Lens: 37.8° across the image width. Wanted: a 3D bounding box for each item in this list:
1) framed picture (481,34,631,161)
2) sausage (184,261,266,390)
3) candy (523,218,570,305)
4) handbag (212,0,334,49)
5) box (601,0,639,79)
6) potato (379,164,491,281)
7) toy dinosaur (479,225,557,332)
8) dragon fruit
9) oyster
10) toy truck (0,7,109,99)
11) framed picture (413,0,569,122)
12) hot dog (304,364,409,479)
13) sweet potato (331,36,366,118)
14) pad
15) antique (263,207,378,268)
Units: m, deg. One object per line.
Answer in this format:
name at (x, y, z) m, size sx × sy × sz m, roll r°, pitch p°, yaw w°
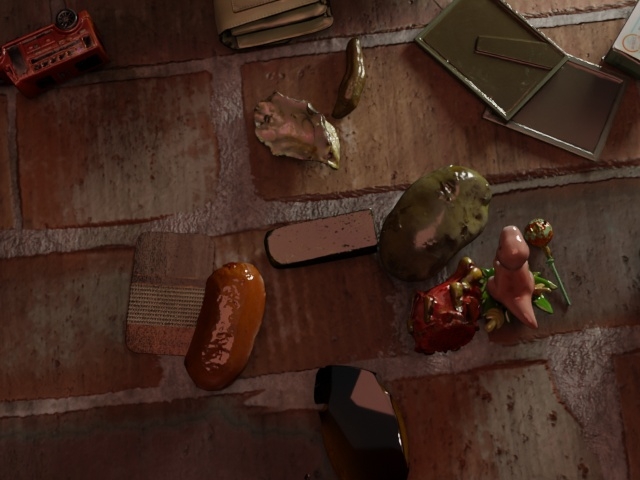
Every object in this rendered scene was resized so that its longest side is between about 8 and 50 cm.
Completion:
framed picture at (0.483, -0.292, 1.917) m, size 0.252 × 0.014 × 0.197 m, roll 23°, pitch 82°, yaw 6°
sausage at (-0.181, 0.166, 1.809) m, size 0.133 × 0.133 × 0.258 m, roll 16°, pitch 80°, yaw 5°
candy at (0.457, 0.044, 1.854) m, size 0.056 × 0.049 × 0.184 m, roll -24°, pitch 86°, yaw 28°
handbag at (-0.125, -0.593, 1.921) m, size 0.237 × 0.160 × 0.358 m, roll -12°, pitch 79°, yaw 6°
box at (0.699, -0.453, 1.904) m, size 0.135 × 0.079 × 0.269 m, roll 30°, pitch 83°, yaw 7°
potato at (0.217, -0.036, 1.816) m, size 0.262 × 0.165 × 0.165 m, roll -41°, pitch 81°, yaw -9°
toy dinosaur at (0.383, 0.077, 1.776) m, size 0.152 × 0.177 × 0.194 m, roll -1°, pitch 82°, yaw 3°
dragon fruit at (0.247, 0.129, 1.787) m, size 0.150 × 0.133 × 0.207 m, roll 22°, pitch 83°, yaw 30°
oyster at (-0.043, -0.225, 1.903) m, size 0.209 × 0.072 × 0.132 m, roll 14°, pitch 87°, yaw 24°
toy truck at (-0.571, -0.374, 1.921) m, size 0.253 × 0.107 × 0.114 m, roll -25°, pitch 80°, yaw -3°
framed picture at (0.352, -0.394, 1.926) m, size 0.192 × 0.018 × 0.265 m, roll -44°, pitch 77°, yaw -4°
hot dog at (0.076, 0.395, 1.774) m, size 0.194 × 0.107 × 0.325 m, roll 2°, pitch 90°, yaw 12°
sweet potato at (0.067, -0.336, 1.921) m, size 0.053 × 0.054 × 0.182 m, roll 13°, pitch 79°, yaw -5°
pad at (-0.381, 0.097, 1.861) m, size 0.323 × 0.055 × 0.249 m, roll 6°, pitch 81°, yaw -15°
antique at (0.000, 0.000, 1.854) m, size 0.221 × 0.080 × 0.081 m, roll -11°, pitch 79°, yaw 2°
